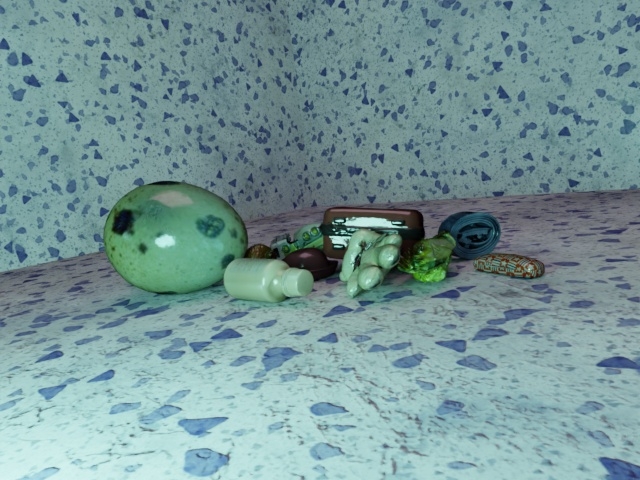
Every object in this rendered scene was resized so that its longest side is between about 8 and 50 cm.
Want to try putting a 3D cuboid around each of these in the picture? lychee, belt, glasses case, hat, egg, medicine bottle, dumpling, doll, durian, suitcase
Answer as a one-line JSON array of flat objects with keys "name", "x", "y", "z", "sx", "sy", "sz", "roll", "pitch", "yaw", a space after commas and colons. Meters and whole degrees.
[{"name": "lychee", "x": -0.193, "y": 0.069, "z": 1.561, "sx": 0.146, "sy": 0.114, "sz": 0.114, "roll": -37, "pitch": -11, "yaw": 36}, {"name": "belt", "x": 0.454, "y": -0.018, "z": 1.506, "sx": 0.190, "sy": 0.141, "sz": 0.082, "roll": -9, "pitch": 10, "yaw": -19}, {"name": "glasses case", "x": 0.483, "y": 0.059, "z": 1.271, "sx": 0.073, "sy": 0.049, "sz": 0.194, "roll": -11, "pitch": 9, "yaw": -29}, {"name": "hat", "x": -0.047, "y": 0.069, "z": 1.525, "sx": 0.205, "sy": 0.089, "sz": 0.205, "roll": -8, "pitch": 8, "yaw": 1}, {"name": "egg", "x": -0.433, "y": -0.008, "z": 1.497, "sx": 0.428, "sy": 0.345, "sz": 0.345, "roll": 3, "pitch": 10, "yaw": 11}, {"name": "medicine bottle", "x": -0.132, "y": 0.103, "z": 1.274, "sx": 0.252, "sy": 0.114, "sz": 0.114, "roll": 0, "pitch": 11, "yaw": 40}, {"name": "dumpling", "x": -0.002, "y": 0.002, "z": 1.977, "sx": 0.216, "sy": 0.149, "sz": 0.105, "roll": -2, "pitch": -31, "yaw": -9}, {"name": "doll", "x": 0.126, "y": 0.045, "z": 1.253, "sx": 0.175, "sy": 0.149, "sz": 0.278, "roll": -19, "pitch": 3, "yaw": -4}, {"name": "durian", "x": 0.275, "y": 0.049, "z": 1.287, "sx": 0.132, "sy": 0.106, "sz": 0.375, "roll": 31, "pitch": 27, "yaw": 16}, {"name": "suitcase", "x": 0.165, "y": -0.021, "z": 1.511, "sx": 0.297, "sy": 0.161, "sz": 0.236, "roll": 2, "pitch": 4, "yaw": 17}]

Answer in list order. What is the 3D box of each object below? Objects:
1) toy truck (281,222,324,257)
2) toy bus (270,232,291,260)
[{"name": "toy truck", "x": -0.029, "y": 0.025, "z": 1.657, "sx": 0.191, "sy": 0.116, "sz": 0.085, "roll": -30, "pitch": -2, "yaw": 29}, {"name": "toy bus", "x": -0.149, "y": 0.027, "z": 1.917, "sx": 0.089, "sy": 0.087, "sz": 0.194, "roll": -17, "pitch": 10, "yaw": -3}]
